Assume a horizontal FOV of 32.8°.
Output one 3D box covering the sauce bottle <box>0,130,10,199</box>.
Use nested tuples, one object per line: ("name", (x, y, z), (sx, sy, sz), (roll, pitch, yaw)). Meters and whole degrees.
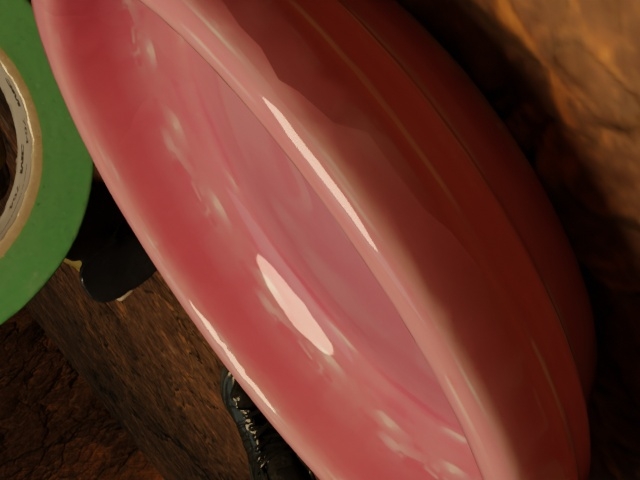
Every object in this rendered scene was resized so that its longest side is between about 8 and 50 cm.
("sauce bottle", (-0.367, -0.186, 0.983), (0.111, 0.111, 0.344), (37, 140, 44))

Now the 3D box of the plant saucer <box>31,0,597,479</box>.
("plant saucer", (0.000, 0.000, 0.471), (0.332, 0.084, 0.332), (48, 162, 21))

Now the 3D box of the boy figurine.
("boy figurine", (-0.256, -0.018, 1.098), (0.177, 0.092, 0.285), (59, 159, -21))

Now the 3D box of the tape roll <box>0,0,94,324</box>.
("tape roll", (-0.339, -0.069, 0.831), (0.321, 0.321, 0.077), (60, 162, -17))

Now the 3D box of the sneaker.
("sneaker", (-0.034, 0.181, 0.900), (0.089, 0.051, 0.170), (40, 147, 60))
